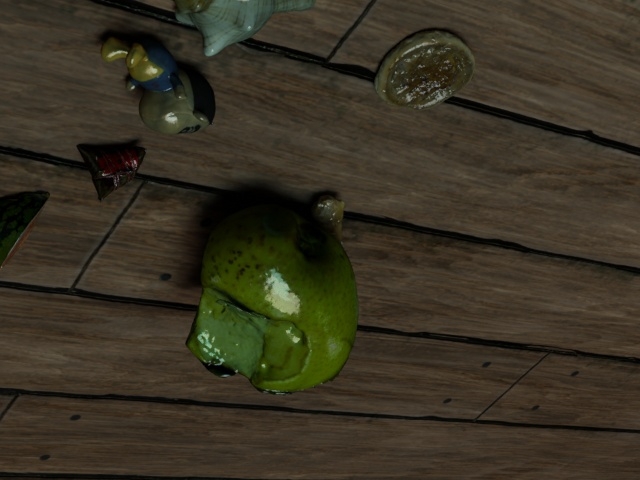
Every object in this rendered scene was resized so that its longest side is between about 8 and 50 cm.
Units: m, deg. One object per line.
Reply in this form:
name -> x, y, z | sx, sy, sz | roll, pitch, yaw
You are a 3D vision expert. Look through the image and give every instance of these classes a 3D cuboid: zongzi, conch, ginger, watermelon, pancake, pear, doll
zongzi -> -0.262, -0.079, 1.498 | 0.083, 0.073, 0.067 | 5, 156, -31
conch -> -0.106, -0.257, 1.311 | 0.137, 0.114, 0.234 | -18, 153, 19
ginger -> -0.008, 0.002, 1.750 | 0.096, 0.067, 0.165 | -12, 131, -9
watermelon -> -0.420, -0.004, 1.545 | 0.069, 0.087, 0.163 | 36, 121, -8
pancake -> 0.135, -0.216, 1.561 | 0.140, 0.022, 0.139 | -13, 145, -10
pear -> -0.052, 0.077, 1.670 | 0.238, 0.164, 0.255 | 20, 137, 2
doll -> -0.184, -0.174, 1.404 | 0.179, 0.102, 0.088 | 31, 81, -48
